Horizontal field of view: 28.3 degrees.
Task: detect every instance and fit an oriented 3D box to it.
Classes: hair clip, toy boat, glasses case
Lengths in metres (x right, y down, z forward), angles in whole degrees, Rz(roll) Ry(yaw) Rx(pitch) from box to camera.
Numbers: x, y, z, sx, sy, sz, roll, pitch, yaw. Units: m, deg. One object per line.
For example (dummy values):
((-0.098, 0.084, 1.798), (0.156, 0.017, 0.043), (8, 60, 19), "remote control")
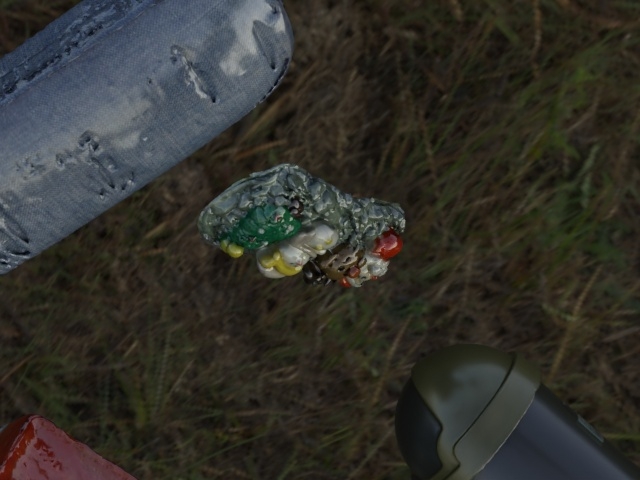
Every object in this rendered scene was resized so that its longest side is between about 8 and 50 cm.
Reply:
((0.000, 0.001, 1.377), (0.321, 0.138, 0.091), (11, 53, -60), "hair clip")
((-0.229, 0.332, 1.316), (0.332, 0.133, 0.145), (40, 35, -13), "toy boat")
((-0.145, -0.068, 0.738), (0.282, 0.109, 0.067), (-32, 45, 5), "glasses case")

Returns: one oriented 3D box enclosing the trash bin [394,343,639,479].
((0.235, 0.267, 1.550), (0.334, 0.214, 0.214), (40, 62, -4), "trash bin")
